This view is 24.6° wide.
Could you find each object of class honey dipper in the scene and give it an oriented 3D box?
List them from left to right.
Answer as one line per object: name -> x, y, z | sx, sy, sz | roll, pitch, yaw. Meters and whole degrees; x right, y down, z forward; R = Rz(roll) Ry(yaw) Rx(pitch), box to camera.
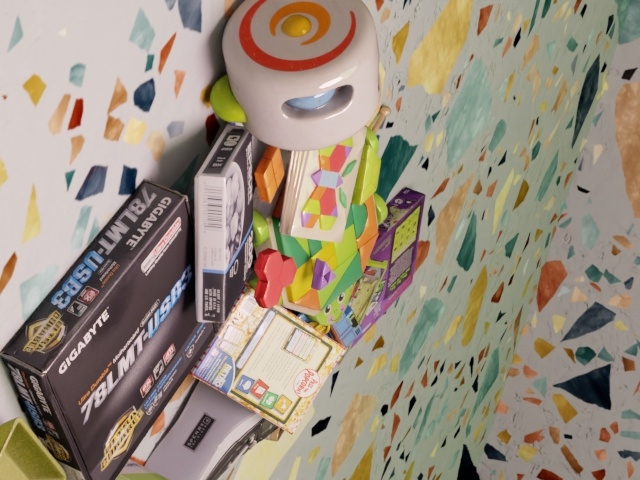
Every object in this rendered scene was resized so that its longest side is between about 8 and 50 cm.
honey dipper -> 0.073, -0.152, 2.332 | 0.161, 0.030, 0.030 | -58, 157, -28

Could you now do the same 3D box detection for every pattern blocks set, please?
pattern blocks set -> 0.003, -0.084, 1.990 | 0.285, 0.026, 0.325 | -19, 118, -54

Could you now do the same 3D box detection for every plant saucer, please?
plant saucer -> -0.372, 0.314, 1.677 | 0.188, 0.045, 0.188 | 74, 34, -58

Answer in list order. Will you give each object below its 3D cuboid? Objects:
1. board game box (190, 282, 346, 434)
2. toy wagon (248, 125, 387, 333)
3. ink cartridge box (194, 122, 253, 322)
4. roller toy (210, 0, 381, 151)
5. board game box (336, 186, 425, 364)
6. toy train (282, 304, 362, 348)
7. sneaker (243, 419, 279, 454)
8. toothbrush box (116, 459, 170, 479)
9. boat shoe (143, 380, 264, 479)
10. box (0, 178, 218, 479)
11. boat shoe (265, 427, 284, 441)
board game box -> -0.078, 0.162, 2.036 | 0.193, 0.045, 0.147 | 36, 84, -31
toy wagon -> 0.000, 0.000, 2.128 | 0.267, 0.068, 0.344 | -39, 134, -35
ink cartridge box -> -0.115, -0.034, 1.862 | 0.208, 0.045, 0.206 | -70, 164, -60
roller toy -> -0.021, -0.223, 1.809 | 0.209, 0.191, 0.146 | -55, 155, -28
board game box -> 0.074, 0.074, 2.536 | 0.347, 0.056, 0.208 | -43, 144, -46
toy train -> -0.007, 0.117, 2.297 | 0.105, 0.080, 0.184 | -47, 141, -15
sneaker -> -0.087, 0.219, 2.243 | 0.130, 0.087, 0.227 | -17, 129, -66
toothbrush box -> -0.207, 0.427, 1.884 | 0.206, 0.283, 0.122 | -68, 160, 0
boat shoe -> -0.142, 0.273, 2.128 | 0.306, 0.113, 0.105 | -57, 163, -19
box -> -0.245, 0.125, 1.793 | 0.295, 0.073, 0.293 | -55, 156, -31
boat shoe -> -0.056, 0.288, 2.437 | 0.135, 0.045, 0.050 | -48, 152, -41
